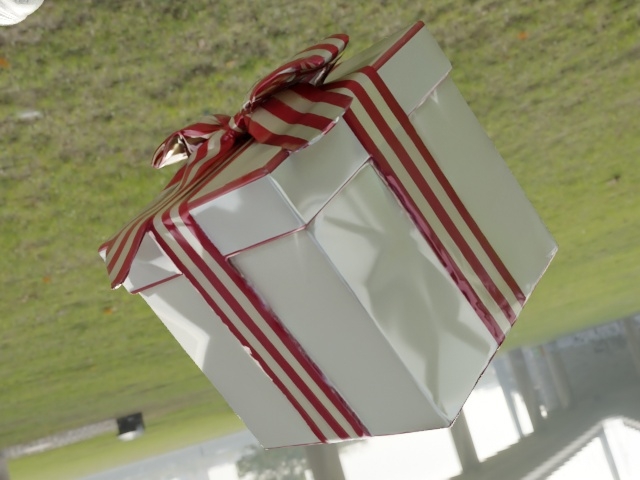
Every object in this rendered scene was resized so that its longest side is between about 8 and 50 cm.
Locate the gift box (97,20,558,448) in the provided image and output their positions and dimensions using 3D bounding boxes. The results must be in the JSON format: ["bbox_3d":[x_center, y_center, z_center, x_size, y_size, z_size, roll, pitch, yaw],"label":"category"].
[{"bbox_3d":[0.000,0.000,0.708,0.255,0.258,0.276,-23,-162,42],"label":"gift box"}]

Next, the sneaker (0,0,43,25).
[{"bbox_3d":[-0.229,-0.246,0.597,0.121,0.099,0.262,-30,156,-1],"label":"sneaker"}]
